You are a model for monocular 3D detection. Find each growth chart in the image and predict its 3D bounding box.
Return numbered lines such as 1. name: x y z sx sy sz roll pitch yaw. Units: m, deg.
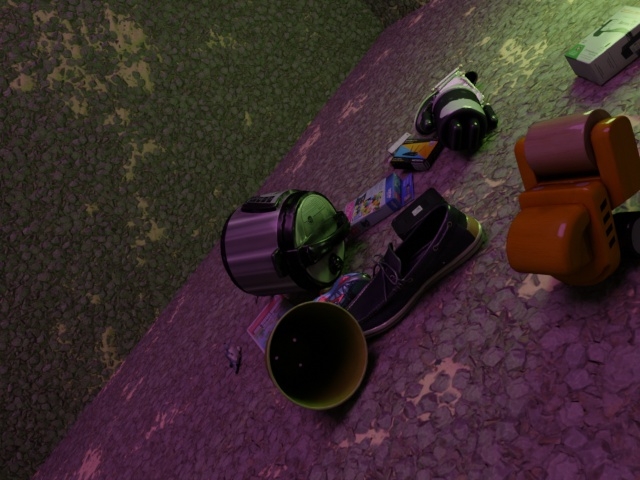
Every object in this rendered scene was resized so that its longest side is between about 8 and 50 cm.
1. growth chart: 0.524 -0.538 1.851 0.172 0.021 0.237 -34 67 16

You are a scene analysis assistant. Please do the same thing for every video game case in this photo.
1. video game case: -0.180 0.319 1.881 0.204 0.025 0.285 -51 23 -8

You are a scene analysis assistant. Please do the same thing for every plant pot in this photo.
1. plant pot: -0.049 0.327 1.386 0.275 0.274 0.293 -57 8 -22

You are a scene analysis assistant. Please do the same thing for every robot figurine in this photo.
1. robot figurine: 0.485 -0.424 1.705 0.173 0.209 0.278 -48 25 36

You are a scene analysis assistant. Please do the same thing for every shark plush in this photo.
1. shark plush: -0.340 0.471 1.921 0.161 0.073 0.067 40 108 47

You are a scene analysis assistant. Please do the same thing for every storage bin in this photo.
1. storage bin: 0.325 -0.067 1.535 0.180 0.084 0.122 -43 23 13

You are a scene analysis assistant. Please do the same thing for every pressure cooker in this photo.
1. pressure cooker: -0.098 0.009 1.767 0.420 0.375 0.370 -9 62 33

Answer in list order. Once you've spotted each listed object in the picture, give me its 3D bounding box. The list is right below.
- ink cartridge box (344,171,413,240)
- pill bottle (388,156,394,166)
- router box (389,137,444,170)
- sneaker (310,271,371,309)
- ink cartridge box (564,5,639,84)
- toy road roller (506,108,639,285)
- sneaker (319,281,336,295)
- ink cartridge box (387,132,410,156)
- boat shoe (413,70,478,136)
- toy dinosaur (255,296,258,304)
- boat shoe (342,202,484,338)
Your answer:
1. ink cartridge box: 0.218 -0.145 1.883 0.311 0.065 0.186 -32 28 30
2. pill bottle: 0.322 -0.331 2.016 0.083 0.043 0.043 -3 49 59
3. router box: 0.375 -0.337 1.893 0.179 0.046 0.133 14 62 52
4. sneaker: 0.072 0.209 1.558 0.262 0.104 0.125 -42 40 23
5. ink cartridge box: 0.851 -0.568 1.411 0.208 0.087 0.153 -39 25 17
6. toy road roller: 0.479 -0.067 0.954 0.240 0.330 0.202 -26 13 -27
7. sneaker: 0.055 0.187 1.656 0.158 0.061 0.065 -33 42 46
8. ink cartridge box: 0.351 -0.418 2.124 0.115 0.029 0.063 -43 23 8
9. boat shoe: 0.509 -0.553 1.940 0.340 0.127 0.113 -42 10 -11
10. toy dinosaur: -0.191 0.171 2.057 0.160 0.121 0.314 -38 25 49
11. boat shoe: 0.225 0.087 1.377 0.500 0.156 0.187 -43 25 14
